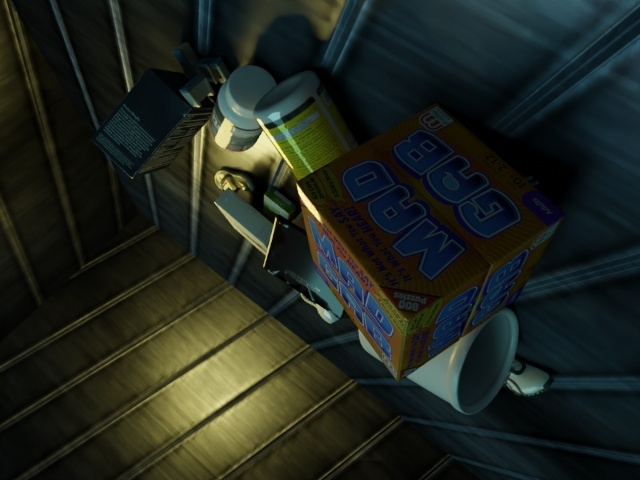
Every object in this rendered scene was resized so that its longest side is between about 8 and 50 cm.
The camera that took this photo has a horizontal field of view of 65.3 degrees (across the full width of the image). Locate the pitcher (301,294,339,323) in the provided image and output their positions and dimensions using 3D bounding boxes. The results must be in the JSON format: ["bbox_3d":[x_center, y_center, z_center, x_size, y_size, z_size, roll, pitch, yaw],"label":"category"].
[{"bbox_3d":[0.013,0.272,2.236,0.177,0.125,0.207,-35,79,33],"label":"pitcher"}]

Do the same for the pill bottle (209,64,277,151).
[{"bbox_3d":[-0.225,-0.377,1.447,0.161,0.161,0.283,44,159,-7],"label":"pill bottle"}]

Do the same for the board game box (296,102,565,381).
[{"bbox_3d":[0.208,0.011,1.070,0.356,0.356,0.357,52,166,29],"label":"board game box"}]

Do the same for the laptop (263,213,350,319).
[{"bbox_3d":[-0.002,0.115,1.967,0.381,0.236,0.408,31,126,20],"label":"laptop"}]

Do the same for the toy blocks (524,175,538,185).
[{"bbox_3d":[0.423,-0.080,1.071,0.123,0.054,0.148,45,158,-8],"label":"toy blocks"}]

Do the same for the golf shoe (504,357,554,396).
[{"bbox_3d":[0.629,0.429,1.654,0.272,0.105,0.120,2,129,58],"label":"golf shoe"}]

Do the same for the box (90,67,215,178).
[{"bbox_3d":[-0.520,-0.382,1.611,0.183,0.294,0.296,45,-166,-8],"label":"box"}]

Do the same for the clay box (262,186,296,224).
[{"bbox_3d":[-0.167,-0.115,2.010,0.127,0.053,0.222,39,160,6],"label":"clay box"}]

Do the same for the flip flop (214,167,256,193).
[{"bbox_3d":[-0.370,-0.233,2.086,0.277,0.080,0.112,16,148,48],"label":"flip flop"}]

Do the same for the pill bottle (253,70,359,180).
[{"bbox_3d":[-0.009,-0.247,1.296,0.187,0.188,0.334,11,143,52],"label":"pill bottle"}]

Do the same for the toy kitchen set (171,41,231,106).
[{"bbox_3d":[-0.392,-0.496,1.491,0.207,0.166,0.122,18,149,45],"label":"toy kitchen set"}]

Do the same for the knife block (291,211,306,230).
[{"bbox_3d":[0.000,0.000,1.899,0.242,0.088,0.276,40,158,6],"label":"knife block"}]

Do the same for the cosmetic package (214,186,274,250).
[{"bbox_3d":[-0.279,-0.049,2.139,0.284,0.097,0.377,41,171,13],"label":"cosmetic package"}]

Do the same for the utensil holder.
[{"bbox_3d":[0.359,0.295,1.558,0.385,0.328,0.328,23,153,45],"label":"utensil holder"}]
